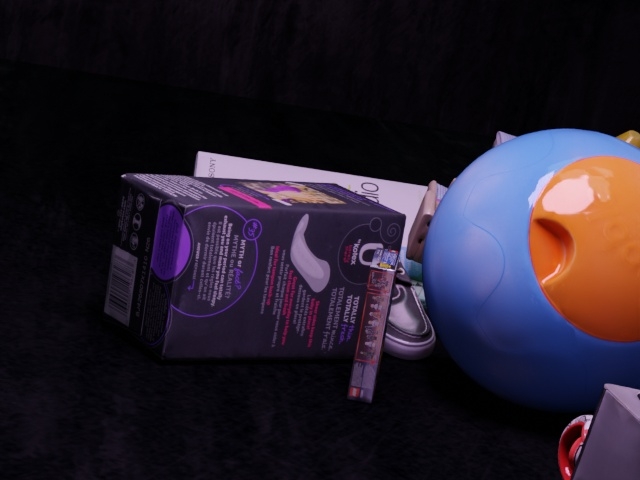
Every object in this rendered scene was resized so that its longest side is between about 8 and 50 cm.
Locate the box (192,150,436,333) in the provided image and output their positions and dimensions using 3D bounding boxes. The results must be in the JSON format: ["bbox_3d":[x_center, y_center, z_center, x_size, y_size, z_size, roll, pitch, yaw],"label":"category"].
[{"bbox_3d":[0.000,0.000,2.106,0.322,0.058,0.232,7,35,-5],"label":"box"}]

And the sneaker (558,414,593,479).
[{"bbox_3d":[0.299,0.212,1.495,0.145,0.090,0.270,5,10,-19],"label":"sneaker"}]

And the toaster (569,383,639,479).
[{"bbox_3d":[0.261,0.210,1.297,0.168,0.185,0.110,14,12,-24],"label":"toaster"}]

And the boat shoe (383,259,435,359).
[{"bbox_3d":[0.058,0.033,1.969,0.080,0.076,0.228,-10,45,-26],"label":"boat shoe"}]

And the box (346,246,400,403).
[{"bbox_3d":[0.053,0.082,1.766,0.027,0.137,0.094,11,13,4],"label":"box"}]

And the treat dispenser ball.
[{"bbox_3d":[0.246,0.031,1.807,0.288,0.288,0.288,10,12,-2],"label":"treat dispenser ball"}]

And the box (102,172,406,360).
[{"bbox_3d":[-0.069,0.028,1.850,0.270,0.165,0.143,3,13,-34],"label":"box"}]

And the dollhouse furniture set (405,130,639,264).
[{"bbox_3d":[0.273,-0.092,2.083,0.286,0.198,0.303,20,36,-8],"label":"dollhouse furniture set"}]
